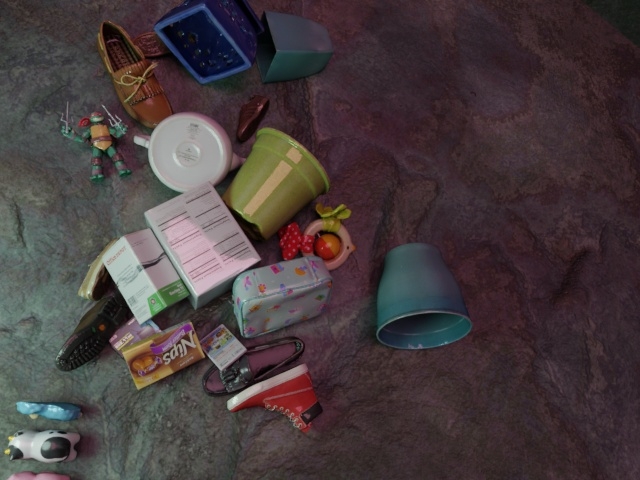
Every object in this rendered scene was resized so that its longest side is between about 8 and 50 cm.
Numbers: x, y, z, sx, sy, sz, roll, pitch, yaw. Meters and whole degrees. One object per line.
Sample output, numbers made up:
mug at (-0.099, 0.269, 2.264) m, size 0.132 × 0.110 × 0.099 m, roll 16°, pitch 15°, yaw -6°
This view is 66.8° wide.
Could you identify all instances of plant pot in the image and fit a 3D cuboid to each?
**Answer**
plant pot at (-0.087, -0.662, 1.670) m, size 0.234 × 0.165 × 0.165 m, roll -10°, pitch 75°, yaw -26°
plant pot at (-0.154, -0.143, 1.429) m, size 0.276 × 0.276 × 0.254 m, roll 38°, pitch 74°, yaw 0°
plant pot at (-0.332, -0.671, 1.530) m, size 0.236 × 0.236 × 0.212 m, roll 48°, pitch 50°, yaw -42°
plant pot at (0.291, 0.157, 1.453) m, size 0.272 × 0.271 × 0.255 m, roll 7°, pitch 55°, yaw -13°

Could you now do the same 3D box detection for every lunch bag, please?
lunch bag at (-0.113, 0.160, 1.355) m, size 0.279 × 0.224 × 0.107 m, roll -13°, pitch 55°, yaw -18°

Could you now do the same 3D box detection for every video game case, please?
video game case at (-0.272, 0.294, 1.341) m, size 0.087 × 0.011 × 0.122 m, roll -38°, pitch 51°, yaw -22°

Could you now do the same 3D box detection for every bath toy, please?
bath toy at (-0.668, 0.556, 1.121) m, size 0.152 × 0.129 × 0.348 m, roll -7°, pitch 70°, yaw 18°

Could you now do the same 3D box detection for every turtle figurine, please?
turtle figurine at (-0.640, -0.298, 1.419) m, size 0.175 × 0.118 × 0.234 m, roll -16°, pitch 92°, yaw -4°

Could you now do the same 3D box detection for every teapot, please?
teapot at (-0.383, -0.262, 1.446) m, size 0.253 × 0.187 × 0.256 m, roll -32°, pitch 105°, yaw 2°

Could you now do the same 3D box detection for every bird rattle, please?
bird rattle at (0.000, 0.000, 1.491) m, size 0.253 × 0.143 × 0.207 m, roll -40°, pitch 102°, yaw -20°

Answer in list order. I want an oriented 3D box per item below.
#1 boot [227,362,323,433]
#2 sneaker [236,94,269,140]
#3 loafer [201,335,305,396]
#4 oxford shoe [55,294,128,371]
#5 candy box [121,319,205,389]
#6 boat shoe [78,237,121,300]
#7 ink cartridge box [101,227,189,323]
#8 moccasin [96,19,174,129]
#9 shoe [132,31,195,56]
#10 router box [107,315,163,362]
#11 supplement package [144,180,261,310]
boot at (-0.118, 0.461, 1.324) m, size 0.244 × 0.088 × 0.176 m, roll -17°, pitch 79°, yaw -23°
sneaker at (-0.239, -0.406, 1.601) m, size 0.071 × 0.066 × 0.188 m, roll 23°, pitch 61°, yaw 11°
loafer at (-0.182, 0.337, 1.340) m, size 0.303 × 0.095 × 0.109 m, roll -20°, pitch 78°, yaw -20°
oxford shoe at (-0.602, 0.241, 1.266) m, size 0.082 × 0.096 × 0.227 m, roll 57°, pitch 48°, yaw -29°
candy box at (-0.415, 0.300, 1.288) m, size 0.187 × 0.053 × 0.109 m, roll -22°, pitch 100°, yaw -25°
boat shoe at (-0.606, 0.071, 1.335) m, size 0.072 × 0.068 × 0.190 m, roll 9°, pitch 59°, yaw 19°
ink cartridge box at (-0.462, 0.093, 1.274) m, size 0.087 × 0.153 × 0.208 m, roll -31°, pitch 90°, yaw -51°
moccasin at (-0.566, -0.505, 1.490) m, size 0.139 × 0.147 × 0.380 m, roll -23°, pitch 79°, yaw -21°
shoe at (-0.514, -0.656, 1.610) m, size 0.219 × 0.058 × 0.076 m, roll -18°, pitch 109°, yaw -16°
router box at (-0.499, 0.262, 1.311) m, size 0.092 × 0.038 × 0.122 m, roll 45°, pitch 67°, yaw 3°
supplement package at (-0.328, 0.019, 1.350) m, size 0.198 × 0.199 × 0.262 m, roll -31°, pitch 82°, yaw -23°
